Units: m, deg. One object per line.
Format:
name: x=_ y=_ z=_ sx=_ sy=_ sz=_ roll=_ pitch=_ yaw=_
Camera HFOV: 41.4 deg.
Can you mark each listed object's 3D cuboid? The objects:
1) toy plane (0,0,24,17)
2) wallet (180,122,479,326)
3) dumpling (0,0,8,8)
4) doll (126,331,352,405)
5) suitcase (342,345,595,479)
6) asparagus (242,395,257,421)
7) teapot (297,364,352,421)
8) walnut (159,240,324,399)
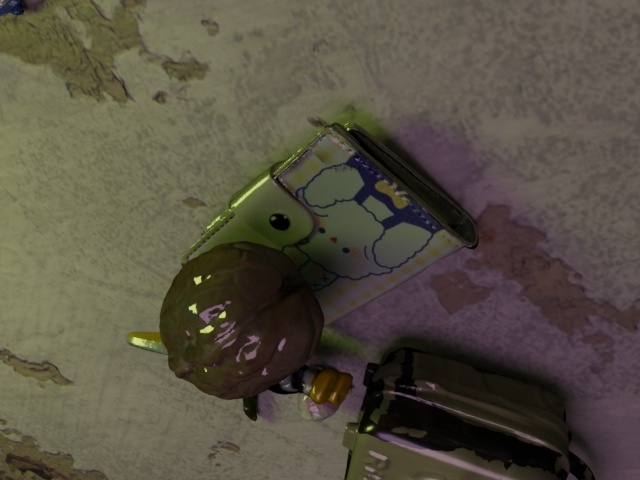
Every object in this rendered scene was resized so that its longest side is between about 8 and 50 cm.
toy plane: x=-0.343 y=-0.290 z=0.957 sx=0.167 sy=0.054 sz=0.062 roll=-19 pitch=142 yaw=37
wallet: x=0.000 y=0.000 z=1.013 sx=0.223 sy=0.077 sz=0.310 roll=42 pitch=131 yaw=-15
dumpling: x=-0.350 y=-0.321 z=0.887 sx=0.217 sy=0.105 sz=0.149 roll=-2 pitch=122 yaw=25
doll: x=-0.115 y=0.164 z=1.160 sx=0.317 sy=0.145 sz=0.103 roll=12 pitch=108 yaw=28
suitcase: x=0.191 y=0.330 z=1.118 sx=0.339 sy=0.194 sz=0.351 roll=16 pitch=133 yaw=9
asparagus: x=-0.109 y=0.244 z=1.303 sx=0.021 sy=0.025 sz=0.108 roll=6 pitch=130 yaw=9
teapot: x=0.000 y=0.213 z=1.209 sx=0.083 sy=0.064 sz=0.064 roll=-21 pitch=113 yaw=0
walnut: x=-0.100 y=0.097 z=0.981 sx=0.178 sy=0.178 sz=0.230 roll=39 pitch=135 yaw=-9
